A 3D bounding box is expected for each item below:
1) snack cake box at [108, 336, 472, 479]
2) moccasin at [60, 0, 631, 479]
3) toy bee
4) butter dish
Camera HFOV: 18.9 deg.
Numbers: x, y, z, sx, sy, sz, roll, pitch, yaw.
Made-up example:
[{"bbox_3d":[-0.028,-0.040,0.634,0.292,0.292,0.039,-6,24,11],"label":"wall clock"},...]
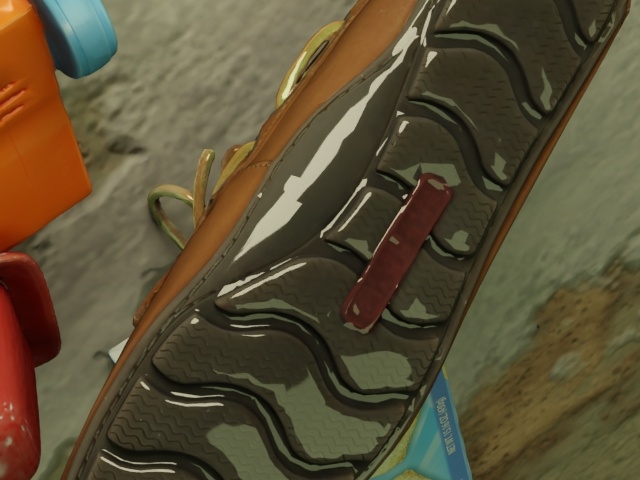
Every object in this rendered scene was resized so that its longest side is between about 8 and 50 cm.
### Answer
[{"bbox_3d":[-0.004,0.127,1.080,0.152,0.089,0.264,-32,140,-13],"label":"snack cake box"},{"bbox_3d":[-0.003,-0.001,0.906,0.139,0.147,0.380,28,87,-16],"label":"moccasin"},{"bbox_3d":[-0.149,-0.115,0.721,0.195,0.162,0.298,-29,163,-34],"label":"toy bee"},{"bbox_3d":[-0.181,0.089,0.832,0.159,0.118,0.160,-17,161,-9],"label":"butter dish"}]
